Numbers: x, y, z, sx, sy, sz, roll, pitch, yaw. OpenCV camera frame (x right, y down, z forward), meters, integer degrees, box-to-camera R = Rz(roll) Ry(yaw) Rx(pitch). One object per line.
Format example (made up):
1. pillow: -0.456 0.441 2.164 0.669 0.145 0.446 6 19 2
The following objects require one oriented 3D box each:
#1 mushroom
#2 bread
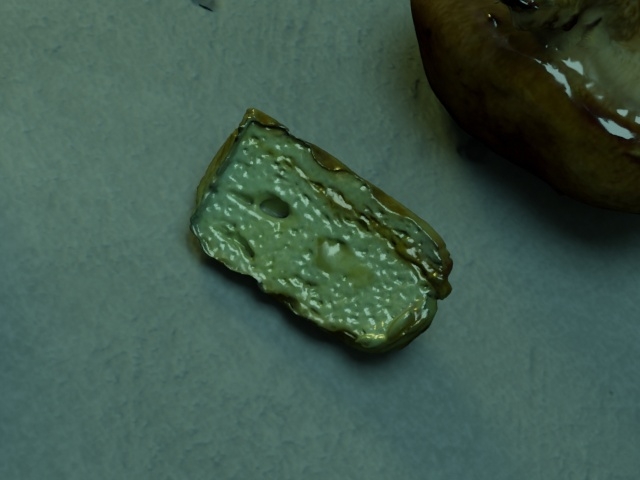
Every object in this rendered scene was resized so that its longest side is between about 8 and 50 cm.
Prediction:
1. mushroom: 0.260 -0.183 1.700 0.345 0.259 0.345 10 58 -17
2. bread: 0.000 0.000 1.588 0.232 0.088 0.128 34 87 3
